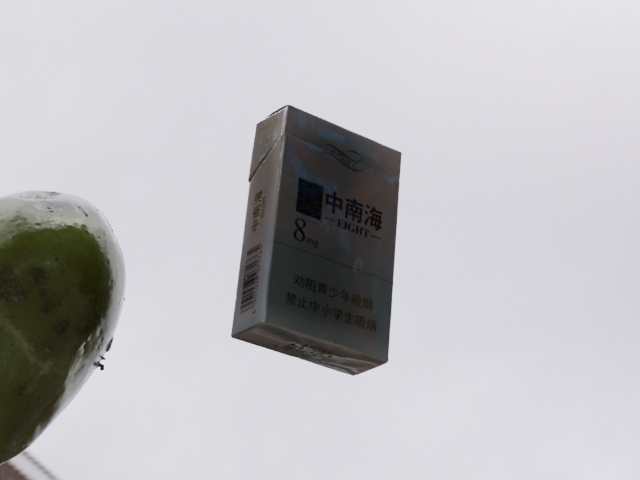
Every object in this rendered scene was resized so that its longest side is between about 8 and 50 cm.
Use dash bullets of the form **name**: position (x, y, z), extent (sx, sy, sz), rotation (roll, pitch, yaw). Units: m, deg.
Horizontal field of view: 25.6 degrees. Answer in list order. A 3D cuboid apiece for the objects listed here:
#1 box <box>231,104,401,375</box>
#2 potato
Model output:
- **box**: position (0.000, 0.000, 1.429), extent (0.155, 0.243, 0.067), rotation (22, -30, -30)
- **potato**: position (-0.326, 0.087, 1.465), extent (0.216, 0.216, 0.304), rotation (38, -92, -30)
